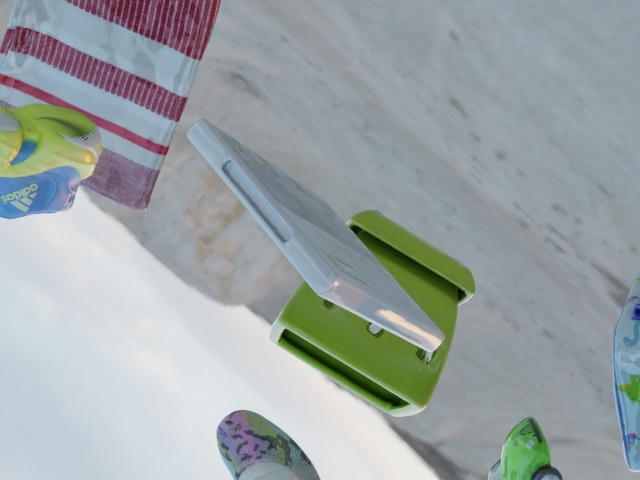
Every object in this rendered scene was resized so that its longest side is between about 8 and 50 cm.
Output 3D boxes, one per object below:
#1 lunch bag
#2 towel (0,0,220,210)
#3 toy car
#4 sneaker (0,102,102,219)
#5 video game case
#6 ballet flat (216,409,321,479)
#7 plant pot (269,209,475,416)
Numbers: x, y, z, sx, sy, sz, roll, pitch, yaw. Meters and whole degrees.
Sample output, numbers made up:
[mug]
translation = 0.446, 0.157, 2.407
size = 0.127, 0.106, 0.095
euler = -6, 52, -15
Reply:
[lunch bag]
translation = 0.366, 0.130, 1.138
size = 0.219, 0.090, 0.176
euler = -41, -57, -60
[towel]
translation = -0.270, -0.220, 1.304
size = 0.237, 0.329, 0.037
euler = 23, -158, -2
[toy car]
translation = 0.167, 0.240, 0.836
size = 0.239, 0.053, 0.225
euler = -101, -4, -68
[sneaker]
translation = -0.339, -0.080, 1.042
size = 0.240, 0.126, 0.091
euler = 13, -150, -12
[video game case]
translation = 0.000, 0.000, 0.796
size = 0.173, 0.022, 0.190
euler = 50, -170, 32
[ballet flat]
translation = -0.029, 0.259, 1.022
size = 0.222, 0.076, 0.079
euler = 60, -162, -24
[plant pot]
translation = 0.078, 0.097, 1.489
size = 0.227, 0.207, 0.228
euler = 31, 166, 0
